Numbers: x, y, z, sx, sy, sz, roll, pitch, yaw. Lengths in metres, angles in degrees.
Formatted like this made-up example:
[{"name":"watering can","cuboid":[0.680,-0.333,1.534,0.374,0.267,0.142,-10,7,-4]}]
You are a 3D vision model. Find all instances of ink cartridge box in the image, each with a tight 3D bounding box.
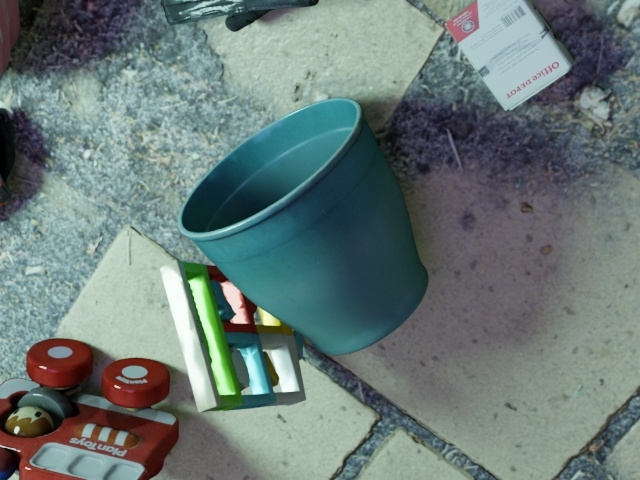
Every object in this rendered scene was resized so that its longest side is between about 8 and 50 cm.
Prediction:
[{"name":"ink cartridge box","cuboid":[0.234,-0.244,1.394,0.099,0.056,0.135,-33,98,24]}]

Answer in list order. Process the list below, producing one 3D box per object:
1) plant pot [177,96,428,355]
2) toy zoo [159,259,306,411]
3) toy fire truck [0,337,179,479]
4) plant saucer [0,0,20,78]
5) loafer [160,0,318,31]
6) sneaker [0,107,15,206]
[{"name":"plant pot","cuboid":[0.000,0.000,1.448,0.272,0.271,0.255,-25,115,22]},{"name":"toy zoo","cuboid":[-0.100,0.130,1.510,0.030,0.293,0.192,-22,76,22]},{"name":"toy fire truck","cuboid":[-0.364,0.282,1.644,0.302,0.254,0.169,12,112,11]},{"name":"plant saucer","cuboid":[-0.495,-0.352,1.469,0.332,0.084,0.332,38,146,32]},{"name":"loafer","cuboid":[-0.103,-0.310,1.458,0.223,0.076,0.078,4,116,19]},{"name":"sneaker","cuboid":[-0.553,-0.176,1.616,0.180,0.124,0.321,-27,111,18]}]
